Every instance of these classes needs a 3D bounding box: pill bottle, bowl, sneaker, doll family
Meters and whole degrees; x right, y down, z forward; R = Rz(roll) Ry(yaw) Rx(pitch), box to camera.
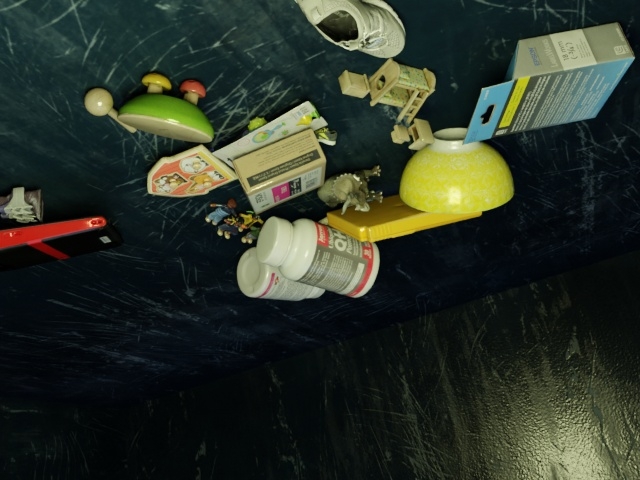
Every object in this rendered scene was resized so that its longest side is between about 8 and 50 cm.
[{"bbox_3d":[-0.010,0.040,1.872,0.318,0.176,0.176,17,145,-27],"label":"pill bottle"},{"bbox_3d":[-0.118,0.115,2.211,0.283,0.161,0.160,10,148,-44],"label":"pill bottle"},{"bbox_3d":[0.338,-0.192,1.696,0.289,0.289,0.156,-10,115,-7],"label":"bowl"},{"bbox_3d":[0.001,-0.250,1.584,0.083,0.031,0.035,9,121,-27],"label":"sneaker"},{"bbox_3d":[-0.223,-0.055,1.863,0.193,0.076,0.111,11,152,-40],"label":"doll family"},{"bbox_3d":[0.054,-0.372,1.196,0.105,0.115,0.281,-30,152,36],"label":"sneaker"}]

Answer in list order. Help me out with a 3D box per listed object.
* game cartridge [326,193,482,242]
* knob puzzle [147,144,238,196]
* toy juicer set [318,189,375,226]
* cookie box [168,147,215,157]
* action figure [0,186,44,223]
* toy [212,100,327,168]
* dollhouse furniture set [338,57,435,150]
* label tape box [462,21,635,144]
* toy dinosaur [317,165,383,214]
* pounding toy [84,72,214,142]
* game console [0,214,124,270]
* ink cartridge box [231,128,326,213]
[{"bbox_3d":[0.210,-0.069,1.770,0.323,0.053,0.285,-15,-165,-14],"label":"game cartridge"},{"bbox_3d":[-0.311,-0.139,1.556,0.213,0.030,0.213,-12,157,-5],"label":"knob puzzle"},{"bbox_3d":[0.053,-0.010,2.042,0.209,0.089,0.329,-15,133,-17],"label":"toy juicer set"},{"bbox_3d":[-0.292,-0.169,1.589,0.107,0.040,0.092,-12,158,-1],"label":"cookie box"},{"bbox_3d":[-0.762,-0.075,1.482,0.284,0.099,0.185,-2,161,-18],"label":"action figure"},{"bbox_3d":[-0.114,-0.242,1.488,0.237,0.056,0.137,-23,163,13],"label":"toy"},{"bbox_3d":[0.155,-0.286,1.400,0.181,0.161,0.101,3,153,-36],"label":"dollhouse furniture set"},{"bbox_3d":[0.483,-0.346,1.514,0.333,0.106,0.241,-11,158,-4],"label":"label tape box"},{"bbox_3d":[0.062,-0.140,1.792,0.160,0.121,0.313,-2,-173,-28],"label":"toy dinosaur"},{"bbox_3d":[-0.310,-0.268,1.301,0.236,0.110,0.183,11,178,20],"label":"pounding toy"},{"bbox_3d":[-0.673,0.004,1.655,0.341,0.060,0.386,-14,176,-12],"label":"game console"},{"bbox_3d":[-0.090,-0.155,1.574,0.193,0.088,0.235,-24,172,-4],"label":"ink cartridge box"}]
